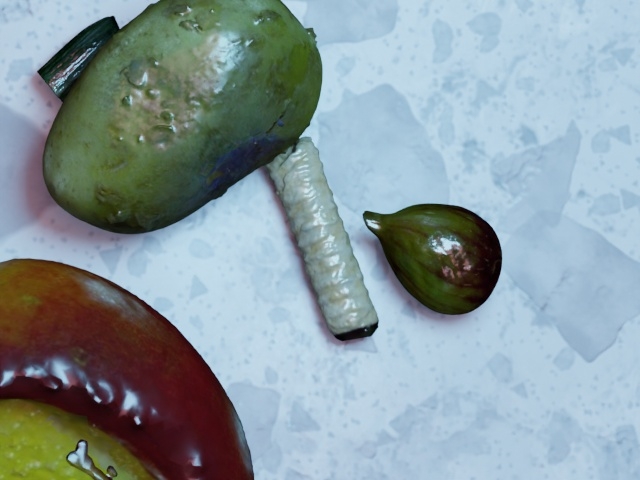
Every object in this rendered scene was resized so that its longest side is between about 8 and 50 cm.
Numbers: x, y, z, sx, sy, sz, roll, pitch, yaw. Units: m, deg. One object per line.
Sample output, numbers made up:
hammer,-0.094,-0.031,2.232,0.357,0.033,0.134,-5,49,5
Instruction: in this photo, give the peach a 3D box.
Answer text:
peach,-0.245,0.193,1.647,0.406,0.310,0.335,35,116,-10

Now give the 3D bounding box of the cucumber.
cucumber,-0.240,-0.186,1.835,0.048,0.048,0.105,44,77,-1

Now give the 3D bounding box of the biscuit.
biscuit,0.000,0.000,1.843,0.061,0.055,0.219,-19,86,0

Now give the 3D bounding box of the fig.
fig,0.110,0.011,1.835,0.154,0.103,0.109,19,59,-14

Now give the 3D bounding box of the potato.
potato,-0.135,-0.129,1.769,0.307,0.210,0.173,-41,64,-4
